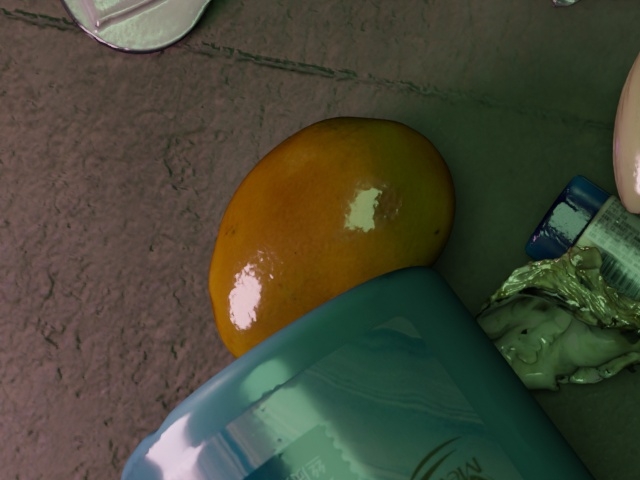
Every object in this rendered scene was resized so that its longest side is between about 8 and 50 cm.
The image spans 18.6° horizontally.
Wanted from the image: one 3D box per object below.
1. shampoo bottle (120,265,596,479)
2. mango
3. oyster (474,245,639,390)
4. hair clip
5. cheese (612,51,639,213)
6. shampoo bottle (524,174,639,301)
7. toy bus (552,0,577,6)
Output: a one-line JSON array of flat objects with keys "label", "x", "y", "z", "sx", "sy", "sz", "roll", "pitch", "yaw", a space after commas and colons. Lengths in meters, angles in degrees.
[{"label": "shampoo bottle", "x": 0.058, "y": 0.243, "z": 1.591, "sx": 0.331, "sy": 0.331, "sz": 0.342, "roll": -36, "pitch": 77, "yaw": 6}, {"label": "mango", "x": 0.000, "y": -0.007, "z": 1.721, "sx": 0.254, "sy": 0.139, "sz": 0.175, "roll": -36, "pitch": 58, "yaw": 13}, {"label": "oyster", "x": 0.223, "y": 0.069, "z": 1.681, "sx": 0.191, "sy": 0.163, "sz": 0.081, "roll": 15, "pitch": 49, "yaw": 11}, {"label": "hair clip", "x": -0.153, "y": -0.251, "z": 1.821, "sx": 0.220, "sy": 0.054, "sz": 0.140, "roll": -25, "pitch": 85, "yaw": 11}, {"label": "cheese", "x": 0.383, "y": -0.090, "z": 1.658, "sx": 0.266, "sy": 0.127, "sz": 0.233, "roll": 28, "pitch": 91, "yaw": 11}, {"label": "shampoo bottle", "x": 0.275, "y": 0.026, "z": 1.706, "sx": 0.183, "sy": 0.050, "sz": 0.087, "roll": 36, "pitch": 96, "yaw": 12}, {"label": "toy bus", "x": 0.149, "y": -0.294, "z": 1.737, "sx": 0.343, "sy": 0.097, "sz": 0.138, "roll": 10, "pitch": 85, "yaw": 12}]
